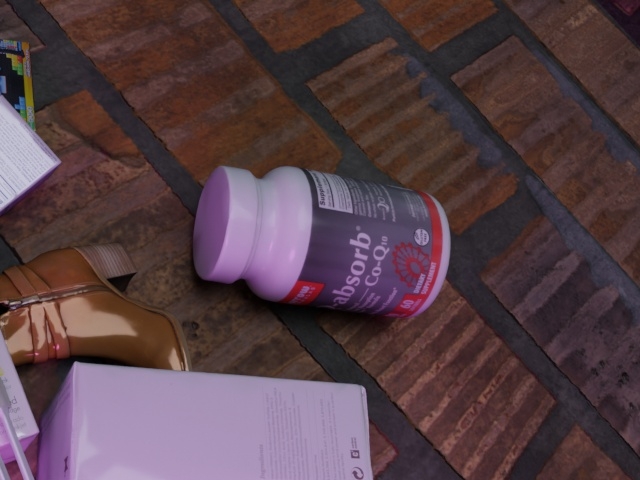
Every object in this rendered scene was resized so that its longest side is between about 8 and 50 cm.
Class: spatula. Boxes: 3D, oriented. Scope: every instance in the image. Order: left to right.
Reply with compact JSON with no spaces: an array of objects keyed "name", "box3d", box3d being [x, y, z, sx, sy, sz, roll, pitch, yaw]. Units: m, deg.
[{"name":"spatula","box3d":[-0.363,0.217,0.996,0.019,0.168,0.242,-25,78,0]}]

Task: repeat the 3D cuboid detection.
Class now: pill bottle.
[{"name":"pill bottle","box3d":[0.000,0.000,1.428,0.362,0.210,0.210,9,58,-24]}]

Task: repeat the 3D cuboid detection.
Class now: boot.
[{"name":"boot","box3d":[-0.314,0.128,1.231,0.220,0.109,0.283,-17,67,-40]}]

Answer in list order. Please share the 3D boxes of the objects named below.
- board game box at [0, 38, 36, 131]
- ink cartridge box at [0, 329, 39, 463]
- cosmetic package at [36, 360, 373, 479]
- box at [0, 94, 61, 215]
[{"name":"board game box","box3d":[-0.508,-0.228,1.386,0.141,0.048,0.170,2,61,-30]},{"name":"ink cartridge box","box3d":[-0.510,0.123,1.123,0.207,0.119,0.354,-16,71,-35]},{"name":"cosmetic package","box3d":[-0.152,0.273,1.175,0.384,0.217,0.156,11,57,-26]},{"name":"box","box3d":[-0.461,-0.108,1.292,0.126,0.072,0.137,50,61,-10]}]
